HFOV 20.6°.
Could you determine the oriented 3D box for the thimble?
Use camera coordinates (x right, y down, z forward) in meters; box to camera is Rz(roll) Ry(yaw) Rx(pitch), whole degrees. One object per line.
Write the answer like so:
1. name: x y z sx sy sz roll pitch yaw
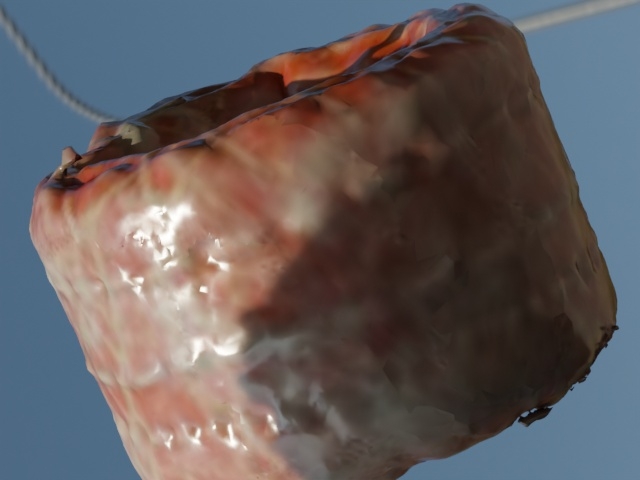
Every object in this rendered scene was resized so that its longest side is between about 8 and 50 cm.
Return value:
1. thimble: 0.000 0.000 0.761 0.239 0.239 0.162 -42 -66 -59
